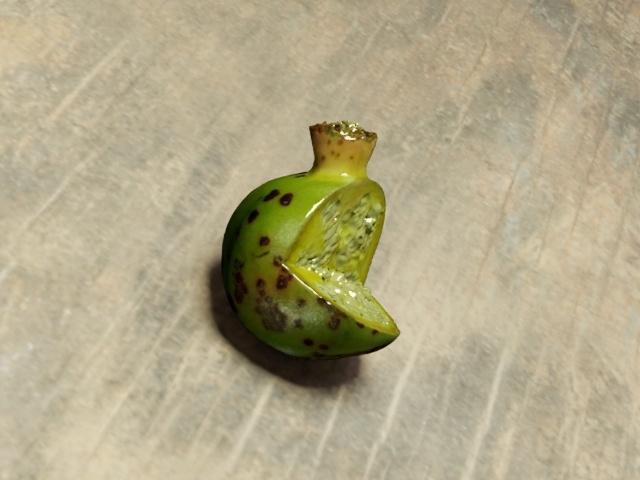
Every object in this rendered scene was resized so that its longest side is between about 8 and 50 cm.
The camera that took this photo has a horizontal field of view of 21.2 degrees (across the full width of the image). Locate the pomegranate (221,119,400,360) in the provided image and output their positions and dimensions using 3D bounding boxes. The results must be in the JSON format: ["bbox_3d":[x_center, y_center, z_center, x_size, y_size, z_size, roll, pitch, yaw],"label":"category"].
[{"bbox_3d":[-0.011,0.003,1.212,0.143,0.122,0.169,-15,96,-58],"label":"pomegranate"}]
